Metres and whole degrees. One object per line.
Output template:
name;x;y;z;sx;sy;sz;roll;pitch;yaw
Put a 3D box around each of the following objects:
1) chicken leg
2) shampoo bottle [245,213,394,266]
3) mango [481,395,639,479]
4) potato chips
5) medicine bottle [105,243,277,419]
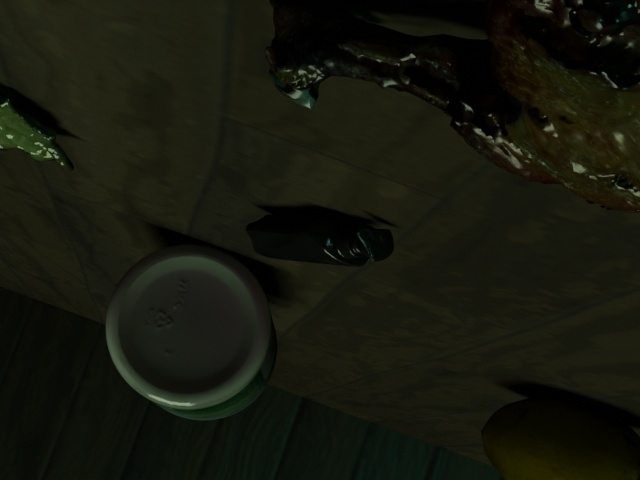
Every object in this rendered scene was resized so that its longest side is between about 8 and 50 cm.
chicken leg;0.061;-0.049;0.481;0.106;0.051;0.253;30;169;-23
shampoo bottle;0.000;0.000;0.995;0.048;0.027;0.137;22;171;-29
mango;0.211;0.188;1.483;0.137;0.098;0.195;22;179;-28
potato chips;-0.216;-0.083;0.960;0.092;0.028;0.207;14;172;23
medicine bottle;-0.104;0.087;1.424;0.133;0.133;0.274;20;171;2
